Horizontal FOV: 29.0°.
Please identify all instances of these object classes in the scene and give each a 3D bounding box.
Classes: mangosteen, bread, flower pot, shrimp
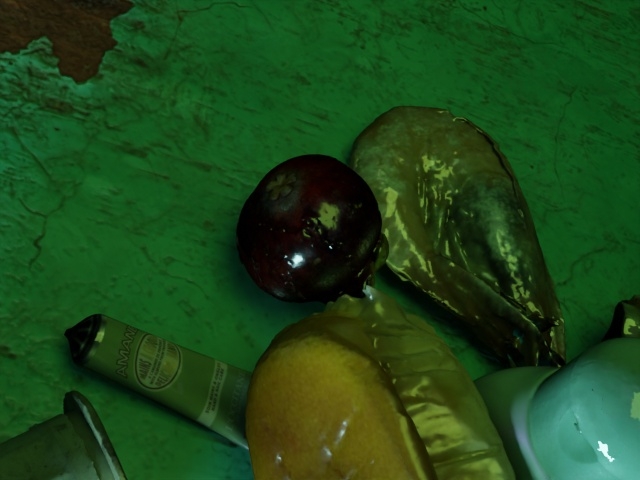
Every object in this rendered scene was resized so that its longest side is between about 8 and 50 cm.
[{"bbox_3d":[0.000,0.000,1.353,0.180,0.166,0.166,41,48,-31],"label":"mangosteen"},{"bbox_3d":[0.062,0.251,1.190,0.183,0.236,0.388,-5,60,-35],"label":"bread"},{"bbox_3d":[-0.265,0.259,1.055,0.203,0.212,0.212,-20,72,-18],"label":"flower pot"},{"bbox_3d":[0.174,0.025,1.457,0.221,0.110,0.445,-13,65,-26],"label":"shrimp"}]

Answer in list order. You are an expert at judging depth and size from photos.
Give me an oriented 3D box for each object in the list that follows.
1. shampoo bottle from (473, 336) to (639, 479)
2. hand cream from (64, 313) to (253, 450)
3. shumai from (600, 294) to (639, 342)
[{"bbox_3d":[0.237,0.212,1.219,0.151,0.349,0.221,-13,70,-33],"label":"shampoo bottle"},{"bbox_3d":[-0.148,0.137,1.258,0.235,0.055,0.086,27,56,-20],"label":"hand cream"},{"bbox_3d":[0.471,0.162,1.465,0.204,0.222,0.272,-27,46,-31],"label":"shumai"}]
